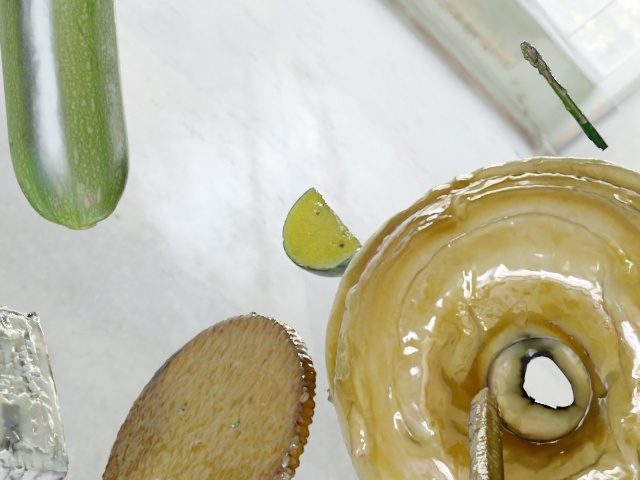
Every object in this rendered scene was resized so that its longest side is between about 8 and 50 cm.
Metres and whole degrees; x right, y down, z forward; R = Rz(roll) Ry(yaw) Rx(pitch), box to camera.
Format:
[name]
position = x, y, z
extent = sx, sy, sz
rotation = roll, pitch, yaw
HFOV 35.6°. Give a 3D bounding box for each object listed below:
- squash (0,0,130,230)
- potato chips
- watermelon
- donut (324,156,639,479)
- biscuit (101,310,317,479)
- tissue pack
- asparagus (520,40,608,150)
[squash]
position = -0.139, -0.119, 0.534
extent = 0.066, 0.066, 0.228
rotation = -18, 107, -67
[potato chips]
position = 0.118, 0.160, 0.674
extent = 0.026, 0.037, 0.204
rotation = 53, 13, -14
[watermelon]
position = -0.010, 0.004, 1.437
extent = 0.075, 0.092, 0.181
rotation = -5, 36, -25
[donut]
position = 0.208, 0.134, 0.950
extent = 0.448, 0.449, 0.198
rotation = 58, 9, 18
[biscuit]
position = -0.118, 0.211, 1.040
extent = 0.038, 0.305, 0.305
rotation = 41, 23, -33
[tissue pack]
position = -0.374, 0.253, 0.993
extent = 0.125, 0.343, 0.242
rotation = 17, 26, -34
[asparagus]
position = 0.227, -0.130, 0.921
extent = 0.166, 0.013, 0.016
rotation = 39, 10, -38
